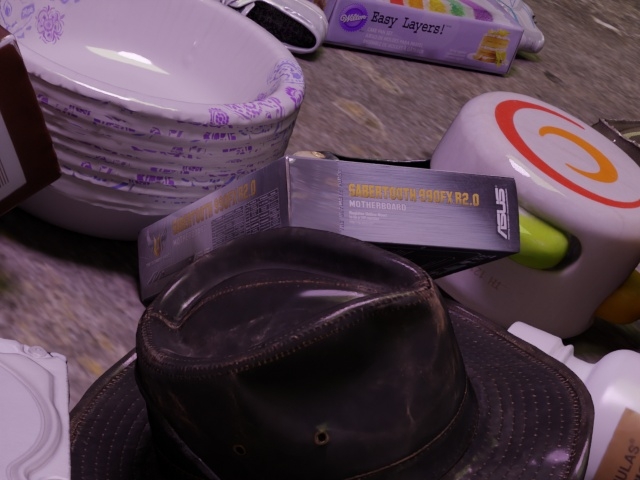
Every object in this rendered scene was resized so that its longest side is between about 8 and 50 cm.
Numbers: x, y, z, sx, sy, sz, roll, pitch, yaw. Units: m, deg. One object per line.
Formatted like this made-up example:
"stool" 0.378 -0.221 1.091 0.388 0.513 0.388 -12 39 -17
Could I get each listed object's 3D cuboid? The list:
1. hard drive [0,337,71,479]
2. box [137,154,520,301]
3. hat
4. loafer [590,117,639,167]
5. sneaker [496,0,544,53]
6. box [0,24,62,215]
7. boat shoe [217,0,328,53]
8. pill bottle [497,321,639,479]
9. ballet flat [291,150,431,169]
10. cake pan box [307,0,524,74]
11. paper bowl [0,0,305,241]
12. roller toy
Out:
"hard drive" -0.246 0.122 0.852 0.237 0.064 0.339 13 18 -13
"box" 0.000 0.000 1.173 0.183 0.056 0.231 4 -14 -30
"hat" -0.006 0.070 0.985 0.331 0.134 0.331 -5 31 3
"loafer" 0.390 -0.110 1.788 0.251 0.087 0.094 3 30 -31
"sneaker" 0.220 -0.281 2.049 0.083 0.071 0.191 13 34 -27
"box" -0.371 -0.133 1.162 0.191 0.143 0.381 -37 51 -22
"boat shoe" -0.081 -0.245 1.767 0.184 0.066 0.063 27 24 -7
"pill bottle" 0.213 0.147 1.102 0.229 0.131 0.131 25 26 14
"ballet flat" 0.050 -0.067 1.508 0.173 0.049 0.057 5 28 -27
"cake pan box" 0.078 -0.292 1.960 0.245 0.070 0.267 9 27 -24
"paper bowl" -0.164 -0.105 1.320 0.284 0.148 0.284 16 25 -7
"roller toy" 0.173 -0.016 1.383 0.209 0.146 0.191 8 36 -37
